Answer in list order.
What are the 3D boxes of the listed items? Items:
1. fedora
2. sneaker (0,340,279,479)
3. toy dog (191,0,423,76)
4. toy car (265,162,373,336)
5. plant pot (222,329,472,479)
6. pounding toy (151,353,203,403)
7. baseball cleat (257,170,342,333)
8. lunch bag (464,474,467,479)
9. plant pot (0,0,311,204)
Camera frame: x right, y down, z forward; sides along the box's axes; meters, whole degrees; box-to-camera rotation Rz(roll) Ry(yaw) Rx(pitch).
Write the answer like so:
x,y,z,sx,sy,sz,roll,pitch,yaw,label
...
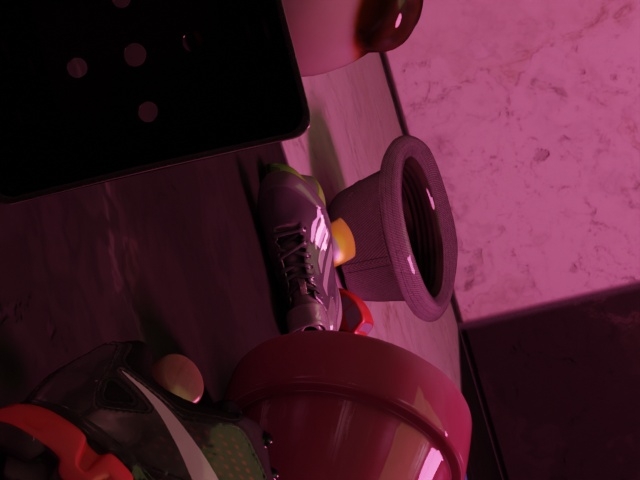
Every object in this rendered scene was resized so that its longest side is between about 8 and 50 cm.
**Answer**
x,y,z,sx,sy,sz,roll,pitch,yaw,label
0.088,-0.008,2.145,0.275,0.124,0.244,-67,141,-61,fedora
-0.052,0.160,0.825,0.276,0.097,0.135,47,49,-11,sneaker
-0.033,-0.352,1.491,0.395,0.284,0.408,-87,163,-59,toy dog
0.000,0.000,1.790,0.239,0.053,0.225,-103,170,-50,toy car
0.004,0.198,1.228,0.201,0.201,0.180,68,29,-42,plant pot
-0.090,0.176,0.924,0.181,0.094,0.206,8,63,-40,pounding toy
-0.015,0.032,1.650,0.109,0.072,0.206,-88,161,-59,baseball cleat
0.054,0.244,1.410,0.090,0.176,0.219,-5,80,-48,lunch bag
-0.120,-0.128,0.988,0.167,0.187,0.188,155,-78,-86,plant pot
